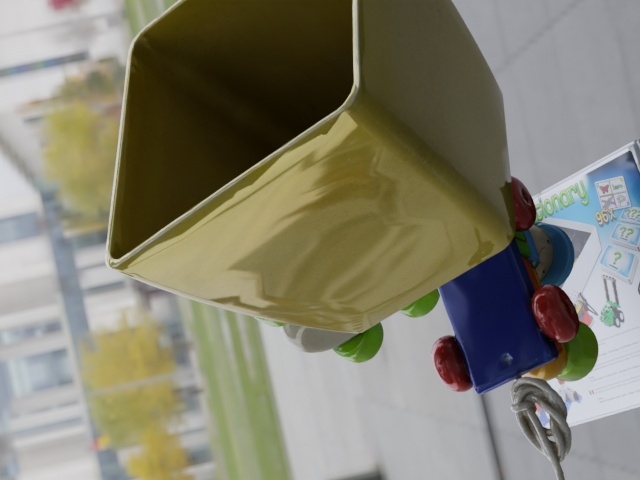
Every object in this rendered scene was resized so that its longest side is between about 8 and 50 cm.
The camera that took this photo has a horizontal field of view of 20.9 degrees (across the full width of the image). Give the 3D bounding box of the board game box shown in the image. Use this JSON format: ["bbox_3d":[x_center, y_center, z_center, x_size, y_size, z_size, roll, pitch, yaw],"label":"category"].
[{"bbox_3d":[0.231,0.043,1.418,0.305,0.053,0.193,-33,76,65],"label":"board game box"}]

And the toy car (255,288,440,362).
[{"bbox_3d":[0.000,0.000,1.665,0.155,0.149,0.188,28,-151,-47],"label":"toy car"}]

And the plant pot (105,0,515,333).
[{"bbox_3d":[0.009,-0.062,1.109,0.187,0.212,0.212,35,-142,-32],"label":"plant pot"}]

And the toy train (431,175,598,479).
[{"bbox_3d":[0.156,0.080,1.247,0.143,0.105,0.248,17,-131,-56],"label":"toy train"}]
